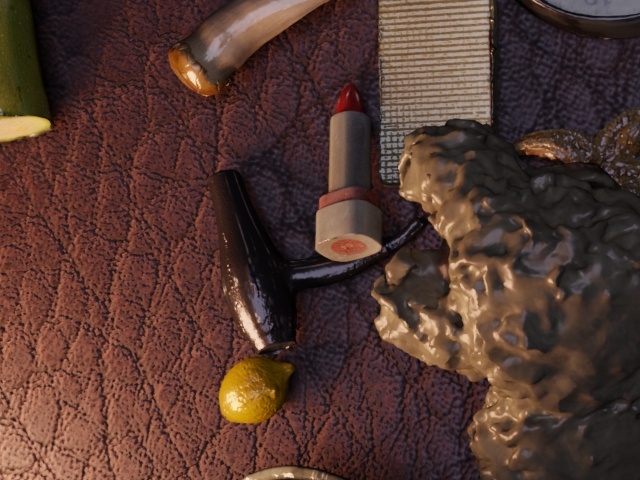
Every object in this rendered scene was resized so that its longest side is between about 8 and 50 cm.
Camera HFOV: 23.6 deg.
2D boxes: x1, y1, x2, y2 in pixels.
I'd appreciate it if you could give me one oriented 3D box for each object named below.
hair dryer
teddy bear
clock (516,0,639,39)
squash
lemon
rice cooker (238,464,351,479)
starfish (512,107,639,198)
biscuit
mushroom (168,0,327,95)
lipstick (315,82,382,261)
[{"bbox_3d":[0.000,0.000,1.563,0.219,0.075,0.195,-16,75,1],"label":"hair dryer"},{"bbox_3d":[0.221,0.097,1.439,0.357,0.224,0.367,9,117,2],"label":"teddy bear"},{"bbox_3d":[0.288,-0.338,1.509,0.281,0.055,0.280,-1,87,12],"label":"clock"},{"bbox_3d":[-0.344,-0.204,1.623,0.095,0.095,0.188,-12,82,11],"label":"squash"},{"bbox_3d":[-0.064,0.151,1.557,0.092,0.065,0.065,-38,81,14],"label":"lemon"},{"bbox_3d":[-0.032,0.364,1.433,0.264,0.317,0.316,17,91,23],"label":"rice cooker"},{"bbox_3d":[0.279,-0.061,1.501,0.210,0.053,0.150,14,95,10],"label":"starfish"},{"bbox_3d":[0.119,-0.152,1.544,0.121,0.040,0.199,0,87,16],"label":"biscuit"},{"bbox_3d":[-0.060,-0.223,1.568,0.209,0.084,0.071,-34,102,6],"label":"mushroom"},{"bbox_3d":[0.032,-0.075,1.538,0.063,0.057,0.186,-17,58,34],"label":"lipstick"}]
